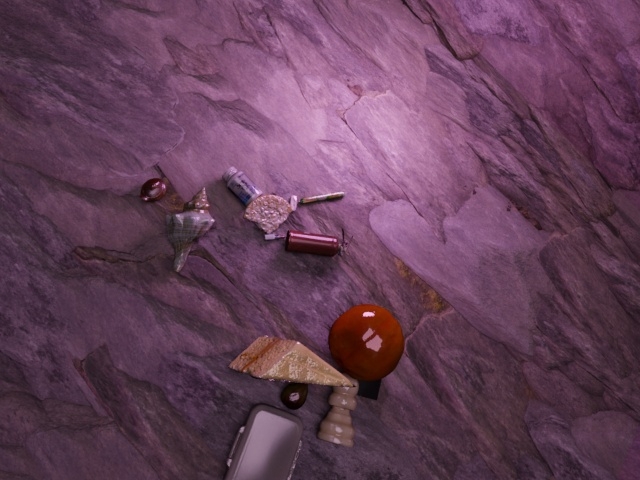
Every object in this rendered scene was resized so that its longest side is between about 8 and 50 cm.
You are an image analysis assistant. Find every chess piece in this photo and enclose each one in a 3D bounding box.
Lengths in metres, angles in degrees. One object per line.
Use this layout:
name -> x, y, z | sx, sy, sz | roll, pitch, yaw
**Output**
chess piece -> 0.097, 0.753, 1.820 | 0.166, 0.167, 0.300 | 20, 68, -11

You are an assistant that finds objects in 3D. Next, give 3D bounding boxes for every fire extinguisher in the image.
fire extinguisher -> 0.000, 0.000, 1.989 | 0.336, 0.106, 0.148 | 7, 87, -15

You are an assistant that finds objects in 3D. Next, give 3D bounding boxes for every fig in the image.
fig -> -0.104, 0.676, 1.803 | 0.109, 0.103, 0.155 | 41, 77, -27

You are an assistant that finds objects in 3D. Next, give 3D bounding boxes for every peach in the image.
peach -> 0.201, 0.467, 1.824 | 0.301, 0.342, 0.343 | -30, 87, -34

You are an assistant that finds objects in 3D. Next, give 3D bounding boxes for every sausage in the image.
sausage -> 0.012, -0.223, 2.088 | 0.268, 0.033, 0.033 | -12, 81, -18

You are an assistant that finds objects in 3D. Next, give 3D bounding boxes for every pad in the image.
pad -> 0.228, 0.633, 1.959 | 0.163, 0.004, 0.243 | 19, 73, -11

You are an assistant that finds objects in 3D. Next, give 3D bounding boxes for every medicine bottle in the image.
medicine bottle -> -0.379, -0.260, 1.945 | 0.191, 0.107, 0.107 | 45, 70, -2
medicine bottle -> -0.238, 0.898, 1.699 | 0.282, 0.123, 0.375 | 25, 72, -10

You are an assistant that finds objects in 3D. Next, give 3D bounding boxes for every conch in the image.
conch -> -0.602, -0.064, 1.809 | 0.203, 0.170, 0.386 | 18, 69, 16

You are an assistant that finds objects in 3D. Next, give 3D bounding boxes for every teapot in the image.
teapot -> -0.766, -0.231, 1.842 | 0.098, 0.078, 0.129 | 43, 70, -3

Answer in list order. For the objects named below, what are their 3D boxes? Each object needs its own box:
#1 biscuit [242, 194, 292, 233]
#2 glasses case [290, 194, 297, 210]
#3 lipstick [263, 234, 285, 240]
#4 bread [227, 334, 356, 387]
biscuit -> -0.252, -0.126, 1.949 | 0.265, 0.040, 0.188 | -6, 105, -35
glasses case -> -0.137, -0.188, 2.042 | 0.032, 0.021, 0.083 | 10, 74, -16
lipstick -> -0.222, -0.016, 1.976 | 0.107, 0.025, 0.025 | -3, 78, -22
bread -> -0.127, 0.576, 1.714 | 0.405, 0.345, 0.242 | 45, 62, -10
